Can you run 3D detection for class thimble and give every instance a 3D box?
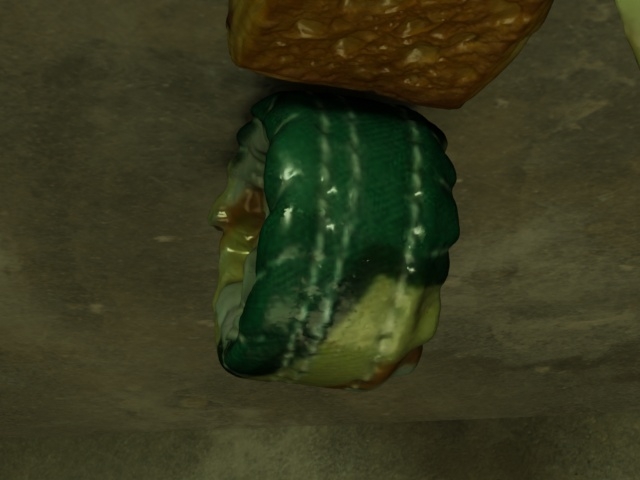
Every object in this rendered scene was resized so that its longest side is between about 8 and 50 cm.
[{"bbox_3d":[0.000,0.000,1.008,0.167,0.254,0.288,9,180,-15],"label":"thimble"}]

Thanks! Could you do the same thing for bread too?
[{"bbox_3d":[0.052,-0.184,0.795,0.210,0.099,0.235,8,159,-15],"label":"bread"}]

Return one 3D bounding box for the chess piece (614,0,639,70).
[{"bbox_3d":[0.379,-0.212,0.623,0.442,0.234,0.234,-18,151,26],"label":"chess piece"}]
